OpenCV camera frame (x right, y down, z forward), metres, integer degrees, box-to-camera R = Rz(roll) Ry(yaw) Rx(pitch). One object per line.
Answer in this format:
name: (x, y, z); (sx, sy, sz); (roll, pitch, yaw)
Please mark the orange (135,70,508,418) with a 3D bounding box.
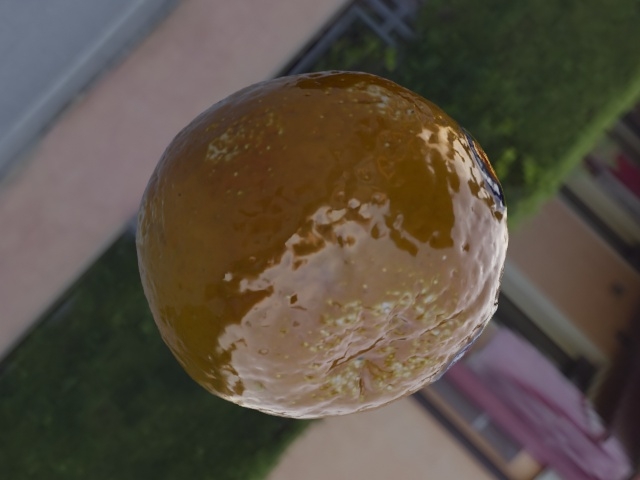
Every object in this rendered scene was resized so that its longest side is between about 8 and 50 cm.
orange: (0.001, 0.001, 0.735); (0.178, 0.155, 0.177); (-20, 155, -10)
